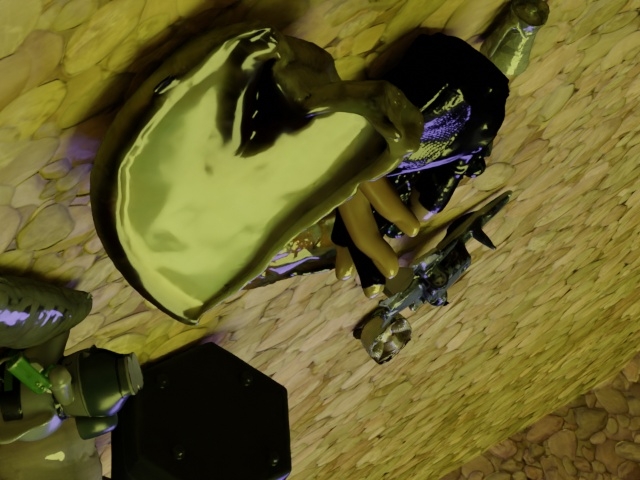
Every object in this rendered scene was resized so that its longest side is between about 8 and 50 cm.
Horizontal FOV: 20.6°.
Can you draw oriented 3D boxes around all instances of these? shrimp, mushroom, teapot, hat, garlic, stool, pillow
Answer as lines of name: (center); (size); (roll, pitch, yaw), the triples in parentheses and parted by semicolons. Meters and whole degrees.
shrimp: (-0.009, 0.010, 2.105); (0.254, 0.059, 0.145); (-21, 160, -40)
mushroom: (-0.079, -0.103, 1.581); (0.292, 0.212, 0.217); (-31, 122, 24)
teapot: (0.212, -0.225, 1.924); (0.067, 0.057, 0.083); (-24, 152, -43)
hat: (0.093, 0.136, 2.639); (0.077, 0.059, 0.076); (-40, 147, -4)
garlic: (-0.336, 0.297, 2.096); (0.178, 0.143, 0.229); (-10, 140, -53)
stool: (-0.149, 0.254, 2.210); (0.232, 0.232, 0.141); (-25, 162, -34)
pillow: (-0.300, 0.074, 1.720); (0.093, 0.051, 0.241); (-36, 167, 11)

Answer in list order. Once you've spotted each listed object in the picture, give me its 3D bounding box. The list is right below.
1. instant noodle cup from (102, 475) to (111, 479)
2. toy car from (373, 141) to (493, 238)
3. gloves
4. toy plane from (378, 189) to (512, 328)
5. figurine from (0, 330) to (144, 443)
instant noodle cup: (-0.351, 0.367, 2.265); (0.274, 0.091, 0.274); (-33, -176, 3)
toy car: (0.113, -0.083, 2.065); (0.216, 0.063, 0.103); (-37, 145, -11)
gloves: (0.091, -0.079, 1.890); (0.197, 0.152, 0.301); (-1, 117, -52)
toy plane: (0.182, 0.025, 2.464); (0.262, 0.088, 0.192); (-34, 162, -9)
figurine: (-0.285, 0.154, 1.847); (0.192, 0.126, 0.147); (-14, -167, 8)
